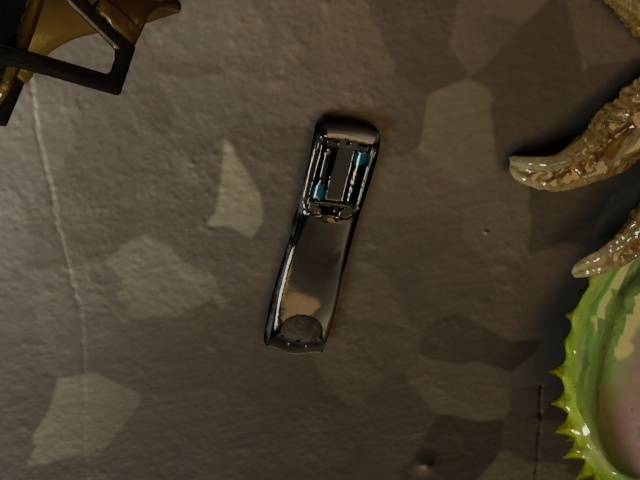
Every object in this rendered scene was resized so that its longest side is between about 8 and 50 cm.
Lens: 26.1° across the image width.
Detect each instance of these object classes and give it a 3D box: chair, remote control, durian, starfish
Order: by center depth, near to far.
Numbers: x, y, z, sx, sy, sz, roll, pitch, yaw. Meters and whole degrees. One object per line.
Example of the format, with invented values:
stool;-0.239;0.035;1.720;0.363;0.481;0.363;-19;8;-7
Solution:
chair;-0.225;-0.145;0.913;0.247;0.159;0.172;32;66;-34
starfish;0.320;-0.115;1.088;0.327;0.094;0.375;22;115;11
remote control;0.000;0.000;1.133;0.059;0.028;0.212;6;115;-17
durian;0.314;0.072;1.158;0.157;0.169;0.355;24;94;-21
